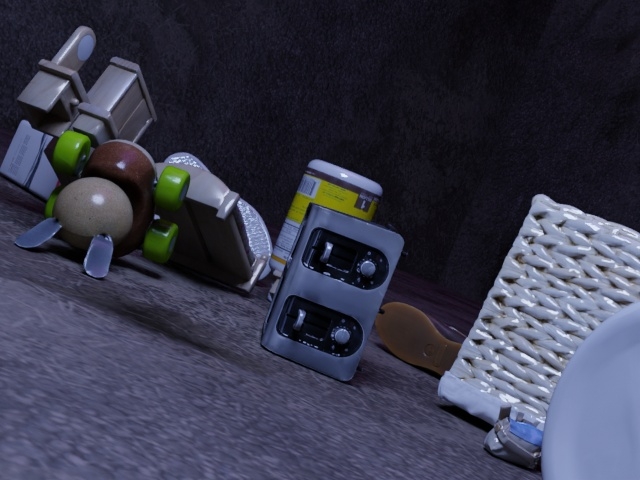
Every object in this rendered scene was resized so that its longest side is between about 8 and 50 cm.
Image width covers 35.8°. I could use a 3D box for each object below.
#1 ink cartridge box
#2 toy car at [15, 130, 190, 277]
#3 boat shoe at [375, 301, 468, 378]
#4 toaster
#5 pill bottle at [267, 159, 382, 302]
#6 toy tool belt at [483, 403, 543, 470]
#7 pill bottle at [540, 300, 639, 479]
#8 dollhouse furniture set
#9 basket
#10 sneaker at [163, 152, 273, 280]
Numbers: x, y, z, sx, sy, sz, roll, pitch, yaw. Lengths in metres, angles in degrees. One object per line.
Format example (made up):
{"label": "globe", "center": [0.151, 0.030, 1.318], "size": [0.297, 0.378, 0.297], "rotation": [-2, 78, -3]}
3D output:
{"label": "ink cartridge box", "center": [-0.371, -0.098, 1.574], "size": [0.172, 0.100, 0.237], "rotation": [20, 3, -46]}
{"label": "toy car", "center": [-0.255, -0.018, 1.116], "size": [0.155, 0.149, 0.188], "rotation": [19, 31, 2]}
{"label": "boat shoe", "center": [0.166, 0.152, 1.366], "size": [0.207, 0.073, 0.073], "rotation": [34, 7, 38]}
{"label": "toaster", "center": [0.013, 0.048, 1.098], "size": [0.110, 0.168, 0.185], "rotation": [21, 3, -4]}
{"label": "pill bottle", "center": [0.000, 0.000, 1.430], "size": [0.117, 0.215, 0.117], "rotation": [22, 3, -1]}
{"label": "toy tool belt", "center": [0.205, 0.196, 0.979], "size": [0.083, 0.051, 0.052], "rotation": [22, 3, -16]}
{"label": "pill bottle", "center": [0.365, 0.189, 0.745], "size": [0.363, 0.210, 0.210], "rotation": [21, 3, -24]}
{"label": "dollhouse furniture set", "center": [-0.162, -0.104, 1.295], "size": [0.355, 0.174, 0.303], "rotation": [21, -26, 17]}
{"label": "basket", "center": [0.375, 0.145, 1.153], "size": [0.331, 0.266, 0.328], "rotation": [26, 3, 31]}
{"label": "sneaker", "center": [-0.169, -0.013, 1.620], "size": [0.256, 0.094, 0.151], "rotation": [50, -27, 19]}
